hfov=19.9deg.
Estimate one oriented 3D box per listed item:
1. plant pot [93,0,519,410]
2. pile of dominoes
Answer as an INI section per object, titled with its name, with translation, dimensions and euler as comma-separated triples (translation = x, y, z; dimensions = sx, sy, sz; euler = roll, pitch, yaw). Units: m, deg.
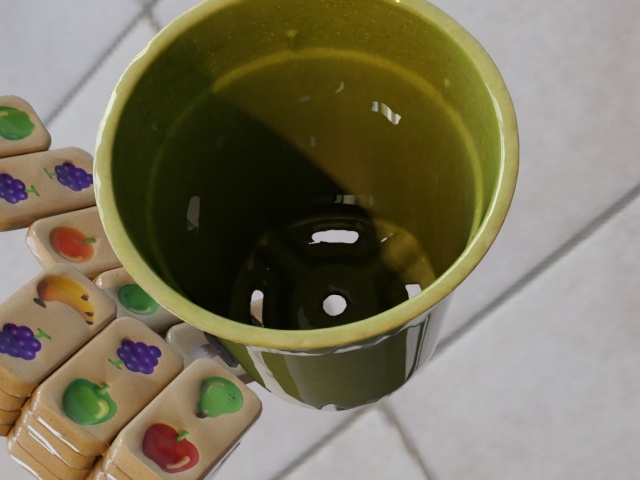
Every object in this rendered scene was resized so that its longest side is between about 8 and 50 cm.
[plant pot]
translation = 0.000, 0.000, 0.389
dimensions = 0.083, 0.083, 0.079
euler = 44, 164, 23
[pile of dominoes]
translation = -0.130, -0.003, 0.614
dimensions = 0.251, 0.196, 0.040
euler = 39, 129, 6
